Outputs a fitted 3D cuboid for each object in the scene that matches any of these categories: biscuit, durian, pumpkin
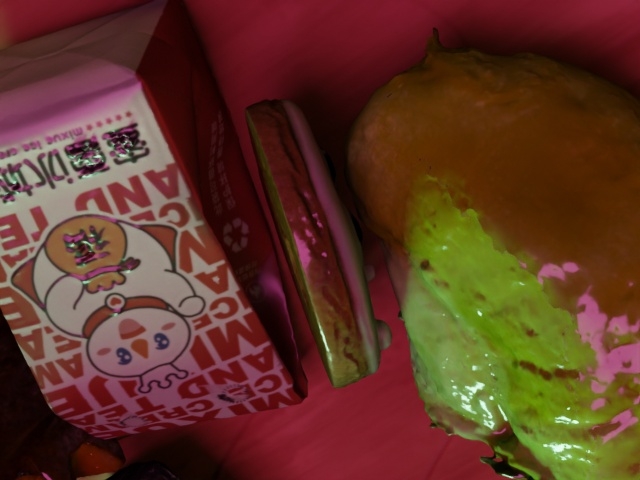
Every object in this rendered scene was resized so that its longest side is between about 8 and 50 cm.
[{"bbox_3d":[0.000,0.000,1.212,0.049,0.181,0.208,-18,153,-5],"label":"biscuit"},{"bbox_3d":[0.152,0.029,1.195,0.256,0.204,0.339,-6,113,29],"label":"durian"},{"bbox_3d":[-0.272,0.120,1.378,0.254,0.130,0.149,-5,114,17],"label":"pumpkin"}]

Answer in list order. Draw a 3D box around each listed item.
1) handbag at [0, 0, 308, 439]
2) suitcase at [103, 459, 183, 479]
[{"bbox_3d":[-0.123,0.007,1.278,0.171,0.151,0.298,-16,114,14],"label":"handbag"},{"bbox_3d":[-0.088,0.345,1.373,0.335,0.229,0.152,46,155,-9],"label":"suitcase"}]
